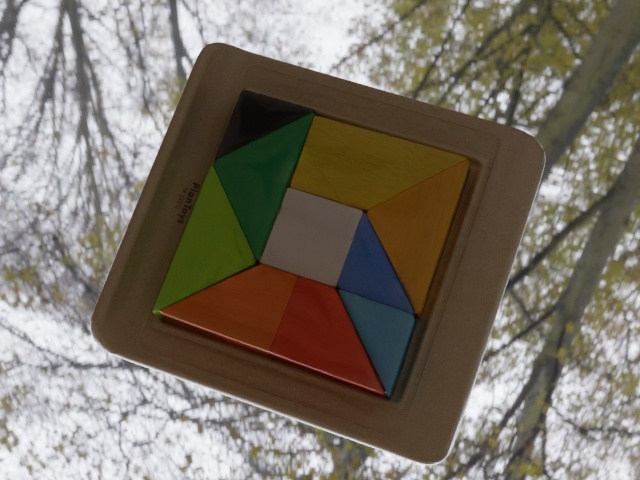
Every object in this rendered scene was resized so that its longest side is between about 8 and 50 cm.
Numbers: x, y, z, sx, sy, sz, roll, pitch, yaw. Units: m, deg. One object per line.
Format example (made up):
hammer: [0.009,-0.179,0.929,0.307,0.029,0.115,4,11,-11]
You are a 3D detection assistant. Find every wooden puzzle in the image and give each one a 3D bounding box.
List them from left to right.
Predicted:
wooden puzzle: [0.000,0.000,0.702,0.239,0.044,0.220,19,-102,7]
